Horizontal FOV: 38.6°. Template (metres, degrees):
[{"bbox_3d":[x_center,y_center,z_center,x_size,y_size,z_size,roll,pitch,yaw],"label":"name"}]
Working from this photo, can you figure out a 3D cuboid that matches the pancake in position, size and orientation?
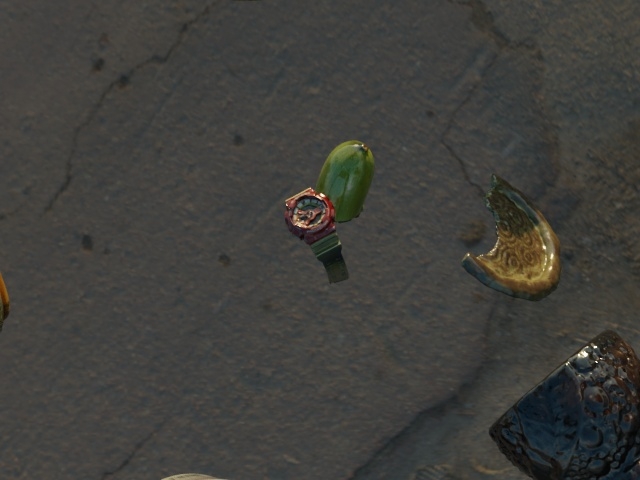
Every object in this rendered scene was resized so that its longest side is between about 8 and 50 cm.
[{"bbox_3d":[0.231,-0.008,1.132,0.020,0.184,0.191,-50,46,42],"label":"pancake"}]

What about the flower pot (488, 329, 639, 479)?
[{"bbox_3d":[0.446,0.320,1.428,0.266,0.266,0.267,-44,70,13],"label":"flower pot"}]

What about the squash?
[{"bbox_3d":[0.057,-0.135,1.955,0.123,0.123,0.187,54,145,27],"label":"squash"}]

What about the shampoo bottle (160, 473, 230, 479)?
[{"bbox_3d":[-0.163,0.359,1.279,0.221,0.108,0.051,158,114,-65],"label":"shampoo bottle"}]

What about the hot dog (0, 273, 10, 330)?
[{"bbox_3d":[-0.537,0.033,1.417,0.236,0.062,0.092,67,157,5],"label":"hot dog"}]

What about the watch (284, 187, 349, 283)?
[{"bbox_3d":[-0.003,-0.007,1.907,0.102,0.268,0.165,-27,73,-2],"label":"watch"}]
